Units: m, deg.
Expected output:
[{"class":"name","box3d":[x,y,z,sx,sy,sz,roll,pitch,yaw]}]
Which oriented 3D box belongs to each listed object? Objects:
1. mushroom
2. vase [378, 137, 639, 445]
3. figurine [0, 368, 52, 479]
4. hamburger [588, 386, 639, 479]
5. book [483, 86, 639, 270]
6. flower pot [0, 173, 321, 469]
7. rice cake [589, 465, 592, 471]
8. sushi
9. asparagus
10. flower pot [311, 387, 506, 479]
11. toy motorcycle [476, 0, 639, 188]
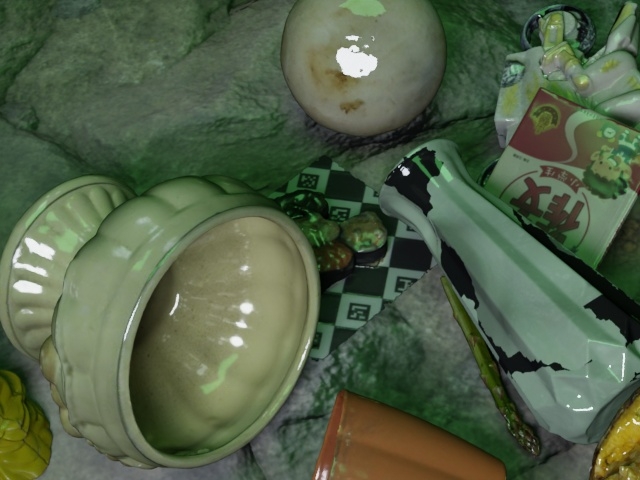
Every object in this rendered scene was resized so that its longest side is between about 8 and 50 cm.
[{"class":"mushroom","box3d":[0.055,-0.239,1.743,0.207,0.207,0.215,3,18,5]},{"class":"vase","box3d":[0.210,0.046,1.488,0.165,0.165,0.360,-27,58,-19]},{"class":"figurine","box3d":[-0.383,0.117,1.352,0.187,0.315,0.168,28,56,23]},{"class":"hamburger","box3d":[0.367,0.203,1.276,0.314,0.290,0.170,-27,52,-18]},{"class":"book","box3d":[0.265,-0.044,1.589,0.162,0.022,0.232,29,86,24]},{"class":"flower pot","box3d":[-0.178,0.067,1.425,0.244,0.307,0.307,20,52,38]},{"class":"rice cake","box3d":[0.365,0.198,1.447,0.206,0.036,0.047,-31,44,-21]},{"class":"sushi","box3d":[0.000,0.000,1.613,0.219,0.047,0.231,37,60,28]},{"class":"asparagus","box3d":[0.181,0.132,1.514,0.024,0.025,0.248,20,36,-40]},{"class":"flower pot","box3d":[0.079,0.247,1.329,0.173,0.190,0.191,13,51,-1]},{"class":"toy motorcycle","box3d":[0.319,-0.157,1.693,0.223,0.108,0.341,4,57,20]}]
